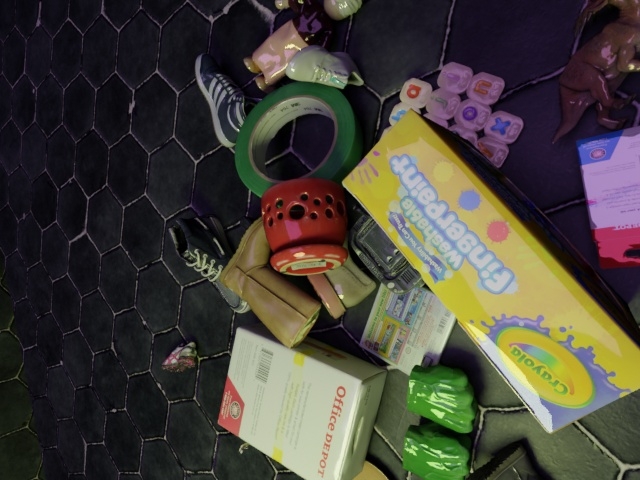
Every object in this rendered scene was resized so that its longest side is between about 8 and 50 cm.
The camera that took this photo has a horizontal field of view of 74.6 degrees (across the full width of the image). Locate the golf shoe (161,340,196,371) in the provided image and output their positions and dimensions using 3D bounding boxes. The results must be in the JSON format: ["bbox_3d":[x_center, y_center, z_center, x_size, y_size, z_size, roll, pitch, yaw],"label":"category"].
[{"bbox_3d":[-0.480,0.401,1.443,0.186,0.067,0.086,-27,47,36],"label":"golf shoe"}]

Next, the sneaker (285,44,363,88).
[{"bbox_3d":[0.020,-0.389,0.972,0.094,0.212,0.080,56,139,17],"label":"sneaker"}]

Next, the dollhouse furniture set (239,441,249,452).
[{"bbox_3d":[-0.211,0.573,1.258,0.091,0.081,0.114,35,111,26],"label":"dollhouse furniture set"}]

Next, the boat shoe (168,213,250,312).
[{"bbox_3d":[-0.335,0.075,1.262,0.127,0.158,0.341,-41,71,28],"label":"boat shoe"}]

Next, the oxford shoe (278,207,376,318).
[{"bbox_3d":[0.000,0.000,1.082,0.146,0.140,0.397,-29,69,-2],"label":"oxford shoe"}]

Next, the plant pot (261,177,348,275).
[{"bbox_3d":[-0.031,-0.020,0.923,0.191,0.191,0.174,-17,70,33],"label":"plant pot"}]

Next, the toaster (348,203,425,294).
[{"bbox_3d":[0.167,0.009,0.937,0.227,0.146,0.129,49,116,20],"label":"toaster"}]

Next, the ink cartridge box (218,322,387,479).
[{"bbox_3d":[-0.054,0.406,1.084,0.384,0.160,0.279,15,94,32],"label":"ink cartridge box"}]

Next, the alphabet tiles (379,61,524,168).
[{"bbox_3d":[0.277,-0.233,0.925,0.278,0.021,0.284,31,109,25],"label":"alphabet tiles"}]

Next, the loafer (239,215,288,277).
[{"bbox_3d":[-0.160,0.017,1.193,0.223,0.076,0.078,45,106,19],"label":"loafer"}]

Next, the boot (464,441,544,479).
[{"bbox_3d":[0.402,0.540,0.826,0.189,0.076,0.209,-30,76,-8],"label":"boot"}]

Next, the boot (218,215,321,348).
[{"bbox_3d":[-0.102,0.097,1.065,0.269,0.089,0.236,35,97,24],"label":"boot"}]

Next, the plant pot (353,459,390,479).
[{"bbox_3d":[0.109,0.670,1.085,0.236,0.032,0.237,3,95,33],"label":"plant pot"}]

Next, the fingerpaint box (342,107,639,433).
[{"bbox_3d":[0.300,0.012,0.706,0.163,0.371,0.445,-46,71,26],"label":"fingerpaint box"}]

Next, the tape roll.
[{"bbox_3d":[-0.057,-0.237,1.045,0.321,0.077,0.322,-7,71,21],"label":"tape roll"}]

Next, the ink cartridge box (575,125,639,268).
[{"bbox_3d":[0.540,-0.074,0.729,0.134,0.078,0.231,-9,88,34],"label":"ink cartridge box"}]

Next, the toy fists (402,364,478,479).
[{"bbox_3d":[0.268,0.407,0.923,0.142,0.096,0.279,9,101,32],"label":"toy fists"}]

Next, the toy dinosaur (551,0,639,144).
[{"bbox_3d":[0.487,-0.318,0.731,0.200,0.127,0.296,51,130,28],"label":"toy dinosaur"}]

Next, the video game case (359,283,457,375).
[{"bbox_3d":[0.207,0.204,0.997,0.193,0.023,0.213,26,107,29],"label":"video game case"}]

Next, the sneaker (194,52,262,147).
[{"bbox_3d":[-0.259,-0.429,1.215,0.153,0.099,0.282,-17,90,38],"label":"sneaker"}]

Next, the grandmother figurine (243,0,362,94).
[{"bbox_3d":[-0.045,-0.536,1.078,0.342,0.104,0.208,-27,106,29],"label":"grandmother figurine"}]
